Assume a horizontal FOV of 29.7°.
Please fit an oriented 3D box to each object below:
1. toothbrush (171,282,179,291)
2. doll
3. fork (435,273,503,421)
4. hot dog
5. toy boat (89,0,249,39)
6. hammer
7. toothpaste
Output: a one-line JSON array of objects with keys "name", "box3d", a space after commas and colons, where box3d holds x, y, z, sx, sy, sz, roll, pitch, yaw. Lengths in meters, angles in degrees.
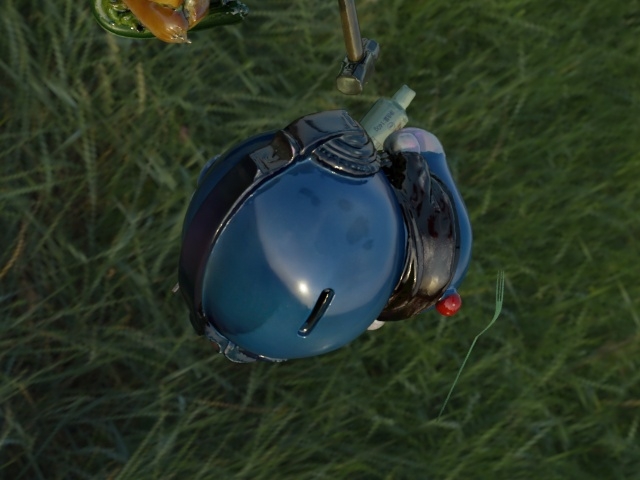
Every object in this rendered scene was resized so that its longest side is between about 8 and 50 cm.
[{"name": "toothbrush", "box3d": [-0.147, 0.028, 1.448, 0.097, 0.006, 0.008, -51, 122, -27]}, {"name": "doll", "box3d": [0.000, 0.000, 1.214, 0.310, 0.284, 0.240, 4, 35, -40]}, {"name": "fork", "box3d": [0.217, 0.153, 1.694, 0.021, 0.235, 0.039, 25, 8, 25]}, {"name": "hot dog", "box3d": [-0.219, -0.325, 1.229, 0.337, 0.100, 0.135, 56, -5, 25]}, {"name": "toy boat", "box3d": [-0.178, -0.292, 1.414, 0.052, 0.210, 0.104, -44, 126, -61]}, {"name": "hammer", "box3d": [0.035, -0.399, 1.819, 0.111, 0.043, 0.365, -62, 150, -44]}, {"name": "toothpaste", "box3d": [0.032, -0.092, 1.556, 0.047, 0.268, 0.069, 40, 1, 26]}]
